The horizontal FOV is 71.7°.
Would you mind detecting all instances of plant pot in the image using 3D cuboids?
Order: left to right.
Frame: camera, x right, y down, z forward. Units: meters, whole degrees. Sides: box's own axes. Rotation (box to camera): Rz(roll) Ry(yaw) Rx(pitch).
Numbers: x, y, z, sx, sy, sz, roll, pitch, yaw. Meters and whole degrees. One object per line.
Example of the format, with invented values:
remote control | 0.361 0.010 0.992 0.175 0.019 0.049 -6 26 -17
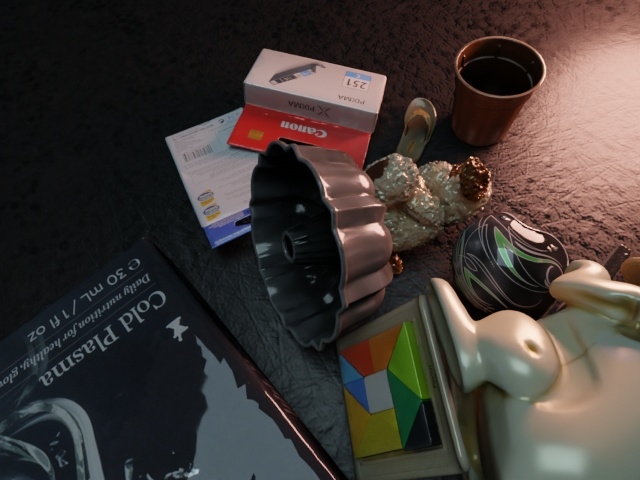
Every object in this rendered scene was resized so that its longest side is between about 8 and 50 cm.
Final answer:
plant pot | 0.346 -0.293 0.909 0.166 0.165 0.167 -2 62 5

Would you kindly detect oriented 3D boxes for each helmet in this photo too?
helmet | 0.301 0.042 0.740 0.161 0.169 0.170 24 66 -2

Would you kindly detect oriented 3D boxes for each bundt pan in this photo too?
bundt pan | 0.000 0.000 0.718 0.124 0.331 0.331 -12 59 -28

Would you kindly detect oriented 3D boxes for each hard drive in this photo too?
hard drive | 0.444 0.072 0.726 0.094 0.135 0.022 -43 67 -17

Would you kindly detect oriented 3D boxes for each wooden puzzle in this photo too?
wooden puzzle | 0.092 0.219 0.632 0.044 0.238 0.221 8 58 -29

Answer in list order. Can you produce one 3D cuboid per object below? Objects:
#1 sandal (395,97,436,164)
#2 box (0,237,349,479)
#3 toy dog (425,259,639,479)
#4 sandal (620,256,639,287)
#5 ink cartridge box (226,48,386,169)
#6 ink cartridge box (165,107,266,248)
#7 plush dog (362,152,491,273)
sandal | 0.209 -0.245 0.960 0.072 0.049 0.180 16 65 13
box | -0.245 0.347 0.557 0.480 0.297 0.472 -40 68 -15
toy dog | 0.367 0.178 0.517 0.407 0.285 0.395 -12 20 2
sandal | 0.536 0.059 0.600 0.240 0.088 0.079 28 70 11
ink cartridge box | -0.024 -0.287 0.957 0.296 0.066 0.261 14 56 4
ink cartridge box | -0.188 -0.130 0.927 0.185 0.065 0.311 -25 61 -9
plush dog | 0.196 -0.068 0.797 0.225 0.262 0.211 -20 96 5
